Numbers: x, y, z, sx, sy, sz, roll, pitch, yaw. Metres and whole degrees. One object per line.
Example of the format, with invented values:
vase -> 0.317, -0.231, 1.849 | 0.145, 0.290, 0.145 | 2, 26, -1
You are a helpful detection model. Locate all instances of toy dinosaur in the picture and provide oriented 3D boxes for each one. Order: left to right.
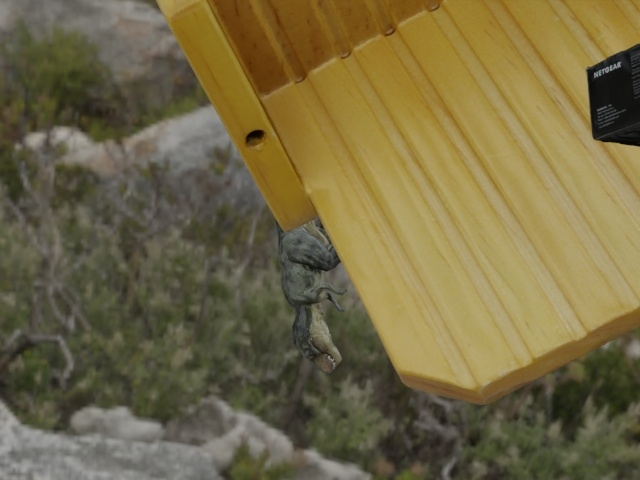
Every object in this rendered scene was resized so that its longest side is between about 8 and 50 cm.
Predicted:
toy dinosaur -> 0.000, 0.000, 1.382 | 0.118, 0.064, 0.268 | -18, 75, 7

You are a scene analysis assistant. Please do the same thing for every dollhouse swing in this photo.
dollhouse swing -> 0.098, -0.134, 0.819 | 0.346, 0.315, 0.305 | -27, 41, 1

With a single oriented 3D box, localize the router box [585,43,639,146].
router box -> 0.242, -0.084, 0.646 | 0.133, 0.179, 0.046 | 6, 76, -32
